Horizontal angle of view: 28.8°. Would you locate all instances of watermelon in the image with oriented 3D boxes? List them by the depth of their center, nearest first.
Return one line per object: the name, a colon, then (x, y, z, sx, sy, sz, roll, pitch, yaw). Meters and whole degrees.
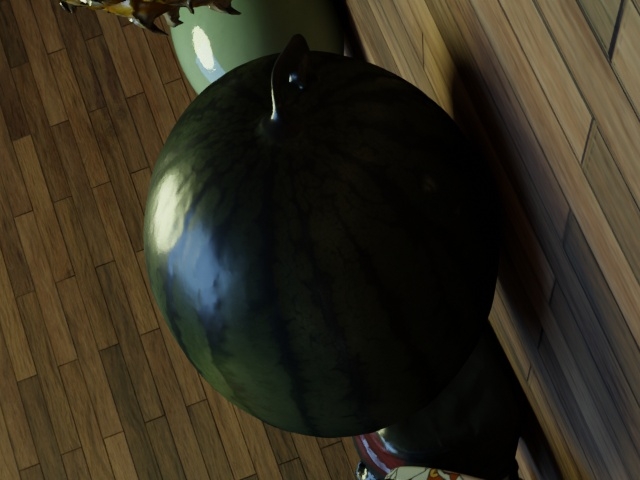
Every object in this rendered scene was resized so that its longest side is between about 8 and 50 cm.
watermelon: (0.000, 0.000, 0.988, 0.359, 0.279, 0.279, 73, 175, -54)

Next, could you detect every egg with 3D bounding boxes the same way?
egg: (-0.078, -0.257, 1.500, 0.203, 0.203, 0.282, 75, 179, -70)

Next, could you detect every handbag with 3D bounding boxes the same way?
handbag: (0.105, 0.163, 1.306, 0.181, 0.181, 0.254, 81, 168, -51)

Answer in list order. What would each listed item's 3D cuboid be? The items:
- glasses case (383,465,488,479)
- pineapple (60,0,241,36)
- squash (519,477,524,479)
glasses case: (0.153, 0.258, 1.103, 0.267, 0.067, 0.103, 4, 139, 54)
pineapple: (-0.153, -0.378, 1.201, 0.352, 0.300, 0.352, 165, 90, -86)
squash: (0.238, 0.367, 1.383, 0.069, 0.069, 0.238, -118, 7, -73)
